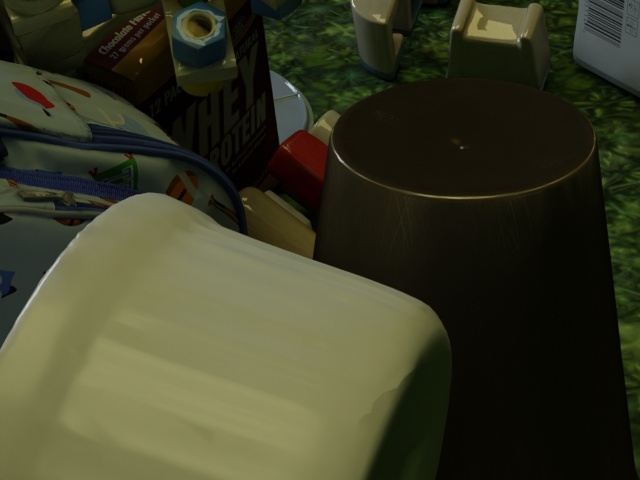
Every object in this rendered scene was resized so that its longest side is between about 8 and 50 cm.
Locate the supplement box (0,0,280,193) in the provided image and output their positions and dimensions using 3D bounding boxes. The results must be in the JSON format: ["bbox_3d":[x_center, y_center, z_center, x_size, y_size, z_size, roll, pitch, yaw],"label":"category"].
[{"bbox_3d":[-0.143,-0.102,1.064,0.191,0.194,0.129,24,54,25],"label":"supplement box"}]

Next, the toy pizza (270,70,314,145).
[{"bbox_3d":[-0.105,-0.079,1.218,0.201,0.032,0.201,-2,36,1],"label":"toy pizza"}]

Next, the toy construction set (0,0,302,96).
[{"bbox_3d":[-0.158,-0.213,0.930,0.215,0.151,0.328,-20,49,-11],"label":"toy construction set"}]

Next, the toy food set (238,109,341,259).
[{"bbox_3d":[0.000,0.000,1.030,0.104,0.111,0.232,38,28,4],"label":"toy food set"}]

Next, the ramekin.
[{"bbox_3d":[-0.042,0.130,0.653,0.135,0.277,0.277,15,34,12],"label":"ramekin"}]

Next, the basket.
[{"bbox_3d":[0.073,0.045,0.819,0.204,0.227,0.154,-10,32,-14],"label":"basket"}]

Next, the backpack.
[{"bbox_3d":[-0.163,0.029,0.832,0.263,0.276,0.213,-4,34,-47],"label":"backpack"}]

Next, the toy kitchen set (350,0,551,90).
[{"bbox_3d":[0.130,-0.207,1.379,0.166,0.122,0.207,9,53,16],"label":"toy kitchen set"}]

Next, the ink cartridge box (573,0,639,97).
[{"bbox_3d":[0.409,-0.187,1.281,0.309,0.130,0.272,-19,36,-27],"label":"ink cartridge box"}]
